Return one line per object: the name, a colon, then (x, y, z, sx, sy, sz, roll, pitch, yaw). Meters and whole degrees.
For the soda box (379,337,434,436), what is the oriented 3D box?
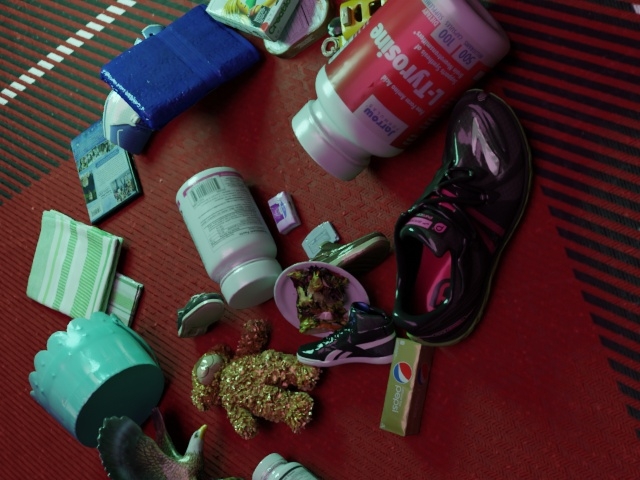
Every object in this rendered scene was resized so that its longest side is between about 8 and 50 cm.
soda box: (0.167, 0.281, 1.730, 0.058, 0.061, 0.181, 10, 90, 34)

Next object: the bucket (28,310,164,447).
bucket: (-0.506, 0.325, 2.065, 0.183, 0.281, 0.281, 39, 106, 30)

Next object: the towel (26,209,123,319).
towel: (-0.640, 0.070, 2.310, 0.324, 0.038, 0.248, 17, 94, 39)

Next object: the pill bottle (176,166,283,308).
pill bottle: (-0.192, -0.004, 1.951, 0.160, 0.160, 0.283, -38, 65, 25)

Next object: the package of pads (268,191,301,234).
package of pads: (-0.078, -0.060, 1.958, 0.050, 0.032, 0.083, -32, 67, 26)

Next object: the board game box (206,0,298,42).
board game box: (-0.105, -0.606, 1.996, 0.193, 0.053, 0.305, 28, 88, 33)

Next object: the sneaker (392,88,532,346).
sneaker: (0.249, -0.038, 1.628, 0.185, 0.202, 0.483, 13, 92, 34)

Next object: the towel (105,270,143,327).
towel: (-0.496, 0.163, 2.226, 0.113, 0.023, 0.152, 23, 99, 36)

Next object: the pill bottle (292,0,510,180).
pill bottle: (0.142, -0.310, 1.720, 0.407, 0.229, 0.229, -43, 63, 23)

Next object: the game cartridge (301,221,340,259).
game cartridge: (0.000, 0.000, 1.907, 0.083, 0.017, 0.056, -40, 67, 24)

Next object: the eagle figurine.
eagle figurine: (-0.316, 0.493, 1.952, 0.298, 0.225, 0.226, 17, 138, 20)

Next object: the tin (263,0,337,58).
tin: (-0.048, -0.478, 1.988, 0.189, 0.040, 0.106, -30, 73, 28)

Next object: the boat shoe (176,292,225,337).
boat shoe: (-0.271, 0.152, 1.987, 0.233, 0.084, 0.079, 137, 130, -60)

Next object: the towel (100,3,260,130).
towel: (-0.318, -0.391, 2.040, 0.308, 0.076, 0.227, -37, 61, -18)

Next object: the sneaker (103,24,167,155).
sneaker: (-0.392, -0.349, 2.151, 0.182, 0.127, 0.316, 27, 98, 36)

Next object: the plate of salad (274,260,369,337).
plate of salad: (0.000, 0.128, 1.807, 0.199, 0.048, 0.200, 9, 128, 12)

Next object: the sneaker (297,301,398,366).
sneaker: (0.049, 0.180, 1.785, 0.216, 0.079, 0.121, -5, 107, 20)

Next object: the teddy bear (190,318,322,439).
teddy bear: (-0.146, 0.299, 1.914, 0.338, 0.113, 0.245, 25, 96, 34)

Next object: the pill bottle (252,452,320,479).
pill bottle: (-0.045, 0.519, 1.818, 0.193, 0.108, 0.108, 33, 103, 33)

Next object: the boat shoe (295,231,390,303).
boat shoe: (0.025, 0.039, 1.840, 0.257, 0.095, 0.095, -34, 61, 27)

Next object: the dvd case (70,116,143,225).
dvd case: (-0.550, -0.188, 2.303, 0.180, 0.022, 0.253, -29, 69, 27)

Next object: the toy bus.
toy bus: (0.082, -0.449, 1.852, 0.191, 0.104, 0.202, 41, 106, 31)
